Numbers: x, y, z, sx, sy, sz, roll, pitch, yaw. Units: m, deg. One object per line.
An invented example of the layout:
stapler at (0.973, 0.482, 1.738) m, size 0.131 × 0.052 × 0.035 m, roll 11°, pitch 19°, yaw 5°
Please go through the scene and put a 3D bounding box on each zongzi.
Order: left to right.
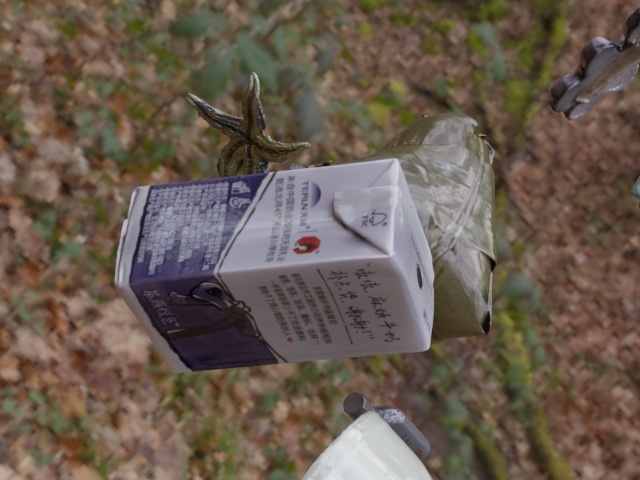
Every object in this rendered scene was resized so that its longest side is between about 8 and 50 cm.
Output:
zongzi at (0.114, -0.121, 1.892) m, size 0.418 × 0.181 × 0.447 m, roll 46°, pitch 36°, yaw -38°

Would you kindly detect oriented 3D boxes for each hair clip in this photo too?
hair clip at (0.370, -0.226, 1.566) m, size 0.146 × 0.257 × 0.075 m, roll -5°, pitch 64°, yaw -58°

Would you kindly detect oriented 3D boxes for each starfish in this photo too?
starfish at (-0.089, -0.130, 1.853) m, size 0.175 × 0.208 × 0.053 m, roll 13°, pitch 38°, yaw 32°

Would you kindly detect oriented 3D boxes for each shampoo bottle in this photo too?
shampoo bottle at (0.078, 0.247, 1.751) m, size 0.165 × 0.080 × 0.040 m, roll 51°, pitch 12°, yaw -45°

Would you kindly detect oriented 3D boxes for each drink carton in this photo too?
drink carton at (-0.030, 0.024, 1.062) m, size 0.134 × 0.222 × 0.102 m, roll 67°, pitch 23°, yaw -48°

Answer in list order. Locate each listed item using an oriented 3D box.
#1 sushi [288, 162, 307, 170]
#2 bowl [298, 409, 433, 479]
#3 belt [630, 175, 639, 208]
sushi at (0.000, 0.000, 1.285) m, size 0.126 × 0.120 × 0.026 m, roll 23°, pitch -22°, yaw 22°
bowl at (0.023, 0.310, 1.290) m, size 0.145 × 0.277 × 0.277 m, roll 36°, pitch 13°, yaw 15°
belt at (0.514, -0.010, 1.609) m, size 0.302 × 0.072 × 0.087 m, roll 28°, pitch -8°, yaw 14°
